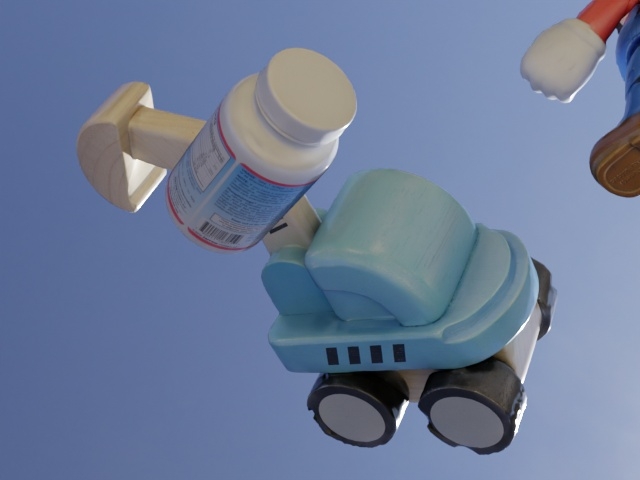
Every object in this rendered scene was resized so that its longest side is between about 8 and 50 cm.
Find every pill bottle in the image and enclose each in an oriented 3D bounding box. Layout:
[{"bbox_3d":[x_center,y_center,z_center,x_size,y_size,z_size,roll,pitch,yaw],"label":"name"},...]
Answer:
[{"bbox_3d":[-0.042,-0.062,0.742,0.087,0.160,0.087,16,-125,-24],"label":"pill bottle"}]

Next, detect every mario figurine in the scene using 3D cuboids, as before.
[{"bbox_3d":[0.279,-0.144,0.847,0.198,0.170,0.320,43,-137,-32],"label":"mario figurine"}]

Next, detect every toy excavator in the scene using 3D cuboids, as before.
[{"bbox_3d":[0.000,0.000,1.160,0.445,0.433,0.222,63,-141,-29],"label":"toy excavator"}]
